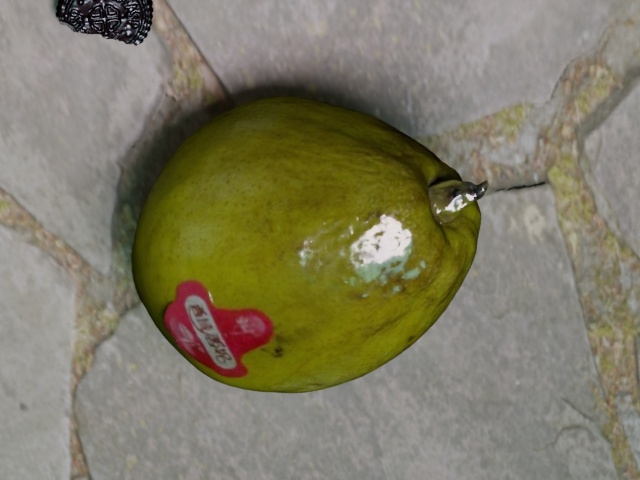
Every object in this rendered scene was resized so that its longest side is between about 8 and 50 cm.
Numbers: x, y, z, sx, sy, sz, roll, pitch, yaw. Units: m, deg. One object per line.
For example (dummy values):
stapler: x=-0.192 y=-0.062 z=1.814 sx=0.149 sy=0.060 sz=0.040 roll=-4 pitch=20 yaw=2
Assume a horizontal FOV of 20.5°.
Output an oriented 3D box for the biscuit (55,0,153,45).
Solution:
biscuit: x=-0.200 y=-0.215 z=1.655 sx=0.087 sy=0.027 sz=0.089 roll=-30 pitch=126 yaw=6

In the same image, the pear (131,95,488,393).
pear: x=0.000 y=0.000 z=1.679 sx=0.375 sy=0.287 sz=0.287 roll=-17 pitch=132 yaw=34
